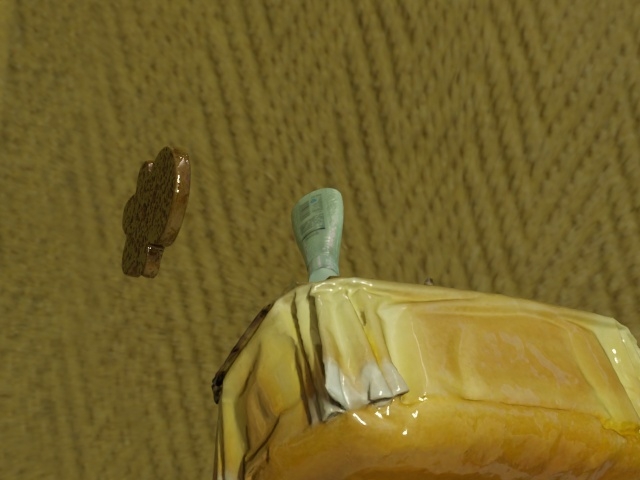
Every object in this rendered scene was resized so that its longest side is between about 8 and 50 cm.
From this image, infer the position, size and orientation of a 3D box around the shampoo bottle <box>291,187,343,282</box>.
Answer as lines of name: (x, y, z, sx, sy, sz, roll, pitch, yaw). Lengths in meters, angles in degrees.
shampoo bottle: (0.000, 0.000, 1.459, 0.069, 0.191, 0.041, -25, 116, 9)

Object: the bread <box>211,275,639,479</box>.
bread: (0.069, 0.101, 0.658, 0.241, 0.136, 0.107, 11, 45, -31)

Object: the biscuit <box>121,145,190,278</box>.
biscuit: (-0.225, -0.039, 1.718, 0.039, 0.236, 0.180, 9, 64, -22)
